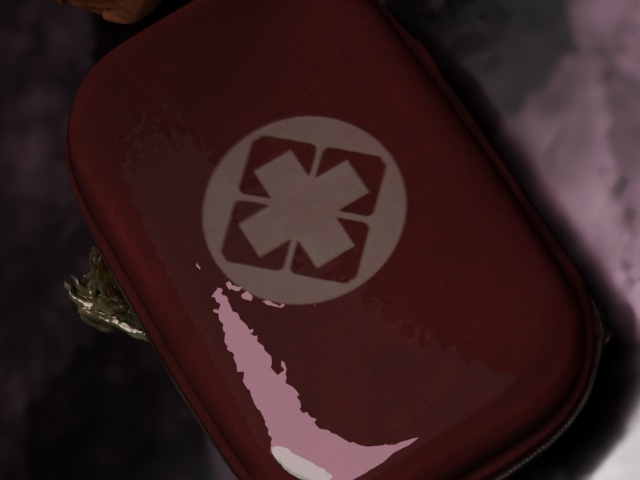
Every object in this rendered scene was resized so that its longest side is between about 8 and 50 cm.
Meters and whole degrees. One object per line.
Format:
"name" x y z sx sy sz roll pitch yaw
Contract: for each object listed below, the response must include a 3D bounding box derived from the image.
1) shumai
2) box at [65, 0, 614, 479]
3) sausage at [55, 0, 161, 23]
"shumai" -0.132 0.037 1.375 0.087 0.099 0.124 -44 53 33
"box" 0.000 0.000 1.268 0.263 0.108 0.404 -32 68 -5
"sausage" -0.119 -0.307 1.405 0.121 0.121 0.304 27 96 27
